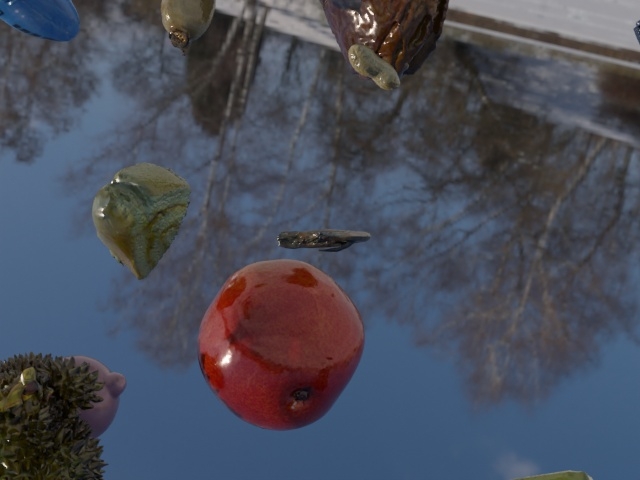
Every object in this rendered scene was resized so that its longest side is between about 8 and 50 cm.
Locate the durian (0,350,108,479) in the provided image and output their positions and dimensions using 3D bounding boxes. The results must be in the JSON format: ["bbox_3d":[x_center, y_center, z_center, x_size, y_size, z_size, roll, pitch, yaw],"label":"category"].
[{"bbox_3d":[-0.405,0.276,1.389,0.258,0.258,0.293,7,174,-19],"label":"durian"}]

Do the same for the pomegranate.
[{"bbox_3d":[-0.056,0.126,1.349,0.220,0.221,0.257,10,-155,-10],"label":"pomegranate"}]

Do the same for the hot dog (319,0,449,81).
[{"bbox_3d":[0.065,-0.420,1.459,0.174,0.388,0.267,-23,-179,-20],"label":"hot dog"}]

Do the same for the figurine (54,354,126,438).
[{"bbox_3d":[-0.458,0.298,1.900,0.173,0.173,0.173,11,-164,-3],"label":"figurine"}]

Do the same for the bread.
[{"bbox_3d":[-0.254,-0.028,1.359,0.103,0.156,0.110,32,-168,22],"label":"bread"}]

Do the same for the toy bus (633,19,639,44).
[{"bbox_3d":[0.588,-0.373,1.730,0.065,0.047,0.166,-22,177,-2],"label":"toy bus"}]

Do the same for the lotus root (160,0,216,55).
[{"bbox_3d":[-0.179,-0.320,1.378,0.062,0.150,0.073,-18,142,42],"label":"lotus root"}]

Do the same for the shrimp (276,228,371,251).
[{"bbox_3d":[0.000,0.000,2.222,0.219,0.046,0.152,-1,-177,15],"label":"shrimp"}]

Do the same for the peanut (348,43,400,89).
[{"bbox_3d":[0.072,-0.230,1.347,0.083,0.037,0.037,32,-167,-11],"label":"peanut"}]

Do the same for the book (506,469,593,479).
[{"bbox_3d":[0.229,0.450,1.144,0.035,0.352,0.239,14,154,-43],"label":"book"}]

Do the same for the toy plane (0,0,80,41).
[{"bbox_3d":[-0.345,-0.295,1.010,0.271,0.105,0.254,30,-160,-33],"label":"toy plane"}]
